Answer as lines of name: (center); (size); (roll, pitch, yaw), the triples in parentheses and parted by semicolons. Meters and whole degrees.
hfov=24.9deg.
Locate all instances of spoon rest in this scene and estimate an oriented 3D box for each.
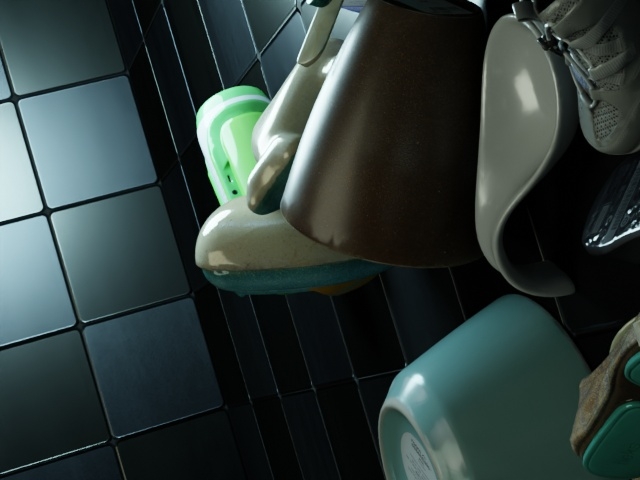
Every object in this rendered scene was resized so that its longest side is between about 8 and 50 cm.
spoon rest: (0.182, -0.068, 1.295); (0.137, 0.084, 0.276); (-131, 29, -55)

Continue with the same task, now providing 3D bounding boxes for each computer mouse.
computer mouse: (0.259, 0.003, 1.029); (0.184, 0.060, 0.262); (-65, 12, -19)

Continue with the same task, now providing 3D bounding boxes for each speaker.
speaker: (-0.079, -0.073, 2.065); (0.131, 0.131, 0.296); (102, 148, -58)

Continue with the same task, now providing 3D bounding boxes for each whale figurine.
whale figurine: (0.001, -0.111, 1.622); (0.216, 0.141, 0.272); (-53, 8, 29)

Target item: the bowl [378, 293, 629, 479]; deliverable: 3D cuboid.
bowl: (0.167, 0.226, 1.475); (0.311, 0.163, 0.311); (164, 90, -73)

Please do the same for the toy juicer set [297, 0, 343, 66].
toy juicer set: (0.051, -0.316, 1.315); (0.329, 0.089, 0.209); (-34, 37, 59)

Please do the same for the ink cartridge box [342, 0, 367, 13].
ink cartridge box: (-0.041, -0.302, 1.517); (0.186, 0.311, 0.065); (23, 95, 69)

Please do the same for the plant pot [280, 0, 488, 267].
plant pot: (0.085, -0.122, 1.409); (0.215, 0.215, 0.230); (-131, 47, -56)

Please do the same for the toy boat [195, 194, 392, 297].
toy boat: (0.000, 0.000, 1.776); (0.318, 0.268, 0.148); (-52, -44, -71)

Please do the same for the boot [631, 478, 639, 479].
boot: (0.303, 0.234, 1.124); (0.305, 0.115, 0.112); (-163, 56, -73)

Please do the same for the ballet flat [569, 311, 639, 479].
ballet flat: (0.269, 0.084, 1.122); (0.316, 0.108, 0.106); (118, 165, -58)

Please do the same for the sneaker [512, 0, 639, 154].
sneaker: (0.193, -0.176, 1.079); (0.105, 0.115, 0.281); (-125, 15, -49)
